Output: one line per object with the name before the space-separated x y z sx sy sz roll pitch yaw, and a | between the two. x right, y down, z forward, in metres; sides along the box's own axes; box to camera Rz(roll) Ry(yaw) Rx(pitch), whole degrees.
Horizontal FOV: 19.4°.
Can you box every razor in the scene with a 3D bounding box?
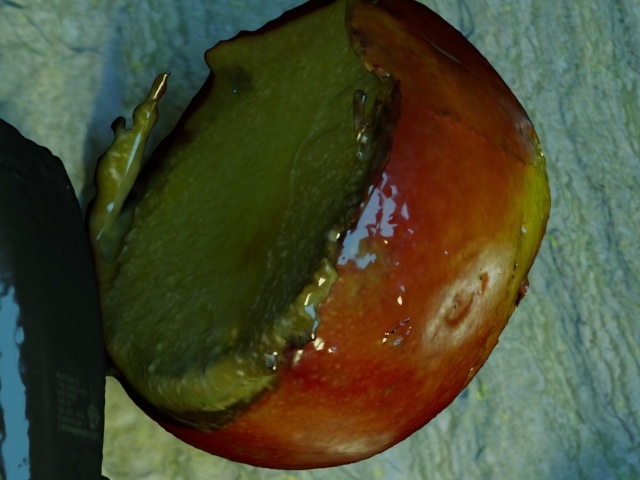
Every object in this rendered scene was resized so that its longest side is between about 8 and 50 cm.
razor | -0.225 0.077 1.359 0.189 0.107 0.326 33 47 -69

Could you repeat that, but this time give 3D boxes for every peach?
peach | 0.000 0.000 1.499 0.416 0.339 0.353 -34 101 -44

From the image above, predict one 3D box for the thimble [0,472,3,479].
thimble | -0.301 0.191 1.166 0.205 0.236 0.172 -10 84 -56
